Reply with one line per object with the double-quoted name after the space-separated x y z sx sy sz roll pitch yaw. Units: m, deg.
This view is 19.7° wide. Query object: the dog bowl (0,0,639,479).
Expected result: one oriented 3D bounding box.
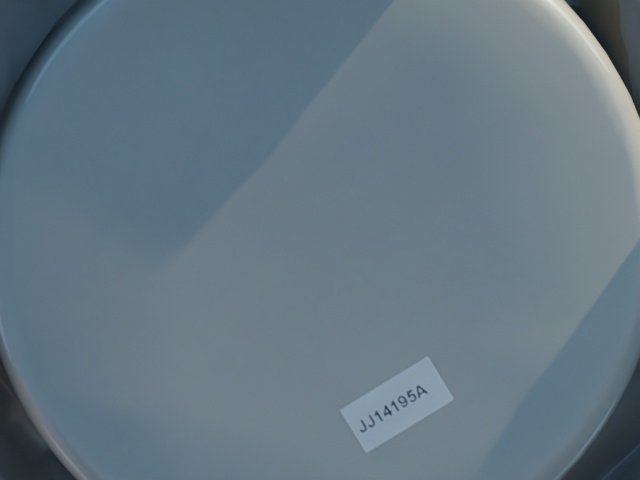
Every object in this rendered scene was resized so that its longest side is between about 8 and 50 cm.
0.000 0.000 0.706 0.349 0.349 0.102 -26 10 0 "dog bowl"
